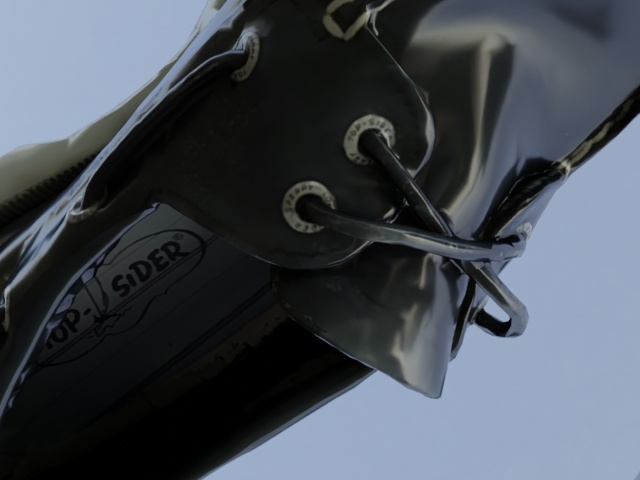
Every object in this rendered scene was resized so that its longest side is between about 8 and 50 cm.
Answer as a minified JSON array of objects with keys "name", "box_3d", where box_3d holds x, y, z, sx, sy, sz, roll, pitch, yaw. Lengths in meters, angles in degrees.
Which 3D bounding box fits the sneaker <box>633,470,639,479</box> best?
[{"name":"sneaker","box_3d":[0.139,0.190,0.795,0.235,0.095,0.090,-51,-159,-10]}]

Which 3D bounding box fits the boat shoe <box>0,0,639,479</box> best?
[{"name":"boat shoe","box_3d":[-0.003,-0.001,0.493,0.340,0.127,0.113,-30,-129,24]}]
